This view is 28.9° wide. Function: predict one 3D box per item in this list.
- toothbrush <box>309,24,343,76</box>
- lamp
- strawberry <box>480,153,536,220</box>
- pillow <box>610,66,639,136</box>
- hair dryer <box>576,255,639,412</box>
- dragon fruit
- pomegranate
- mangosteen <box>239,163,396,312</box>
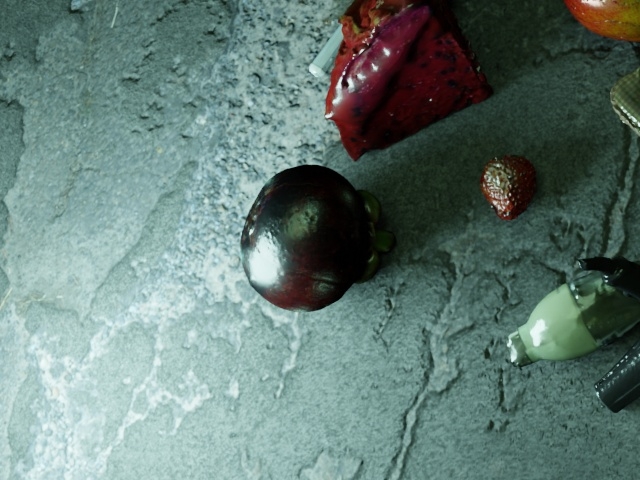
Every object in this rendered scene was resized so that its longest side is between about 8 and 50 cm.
[{"bbox_3d":[0.086,-0.403,1.963,0.030,0.025,0.342,34,90,35],"label":"toothbrush"},{"bbox_3d":[0.359,0.096,1.654,0.250,0.101,0.101,-28,66,14],"label":"lamp"},{"bbox_3d":[0.265,-0.077,1.760,0.083,0.083,0.096,4,85,25],"label":"strawberry"},{"bbox_3d":[0.508,-0.227,1.717,0.211,0.034,0.135,-45,64,9],"label":"pillow"},{"bbox_3d":[0.388,0.090,1.566,0.235,0.271,0.091,-43,30,18],"label":"hair dryer"},{"bbox_3d":[0.142,-0.291,1.778,0.240,0.330,0.302,10,76,4],"label":"dragon fruit"},{"bbox_3d":[0.437,-0.375,1.697,0.235,0.210,0.210,14,81,34],"label":"pomegranate"},{"bbox_3d":[-0.010,0.005,1.803,0.216,0.216,0.216,-7,72,23],"label":"mangosteen"}]
